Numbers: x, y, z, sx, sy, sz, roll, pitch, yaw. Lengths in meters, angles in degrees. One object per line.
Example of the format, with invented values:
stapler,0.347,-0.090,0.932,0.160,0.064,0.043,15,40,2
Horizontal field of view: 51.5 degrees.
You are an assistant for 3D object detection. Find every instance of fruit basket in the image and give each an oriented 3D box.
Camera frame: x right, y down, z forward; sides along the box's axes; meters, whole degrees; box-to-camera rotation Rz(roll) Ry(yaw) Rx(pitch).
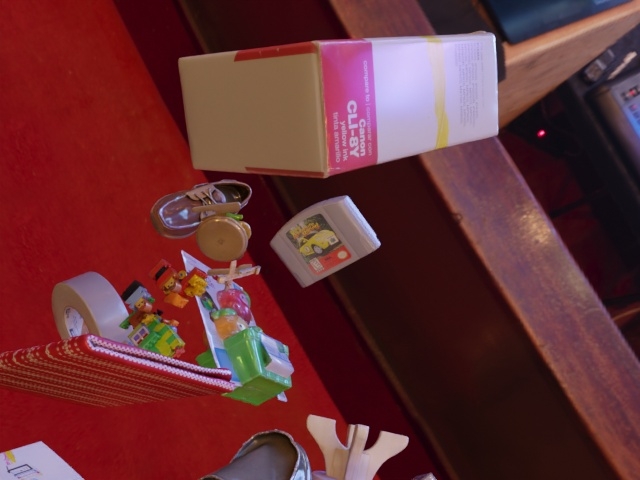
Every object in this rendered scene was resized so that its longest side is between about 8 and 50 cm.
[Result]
fruit basket,-0.198,0.212,1.621,0.166,0.327,0.352,-25,62,12

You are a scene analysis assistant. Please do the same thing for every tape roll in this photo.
tape roll,-0.488,0.180,1.420,0.072,0.219,0.219,-23,84,-41

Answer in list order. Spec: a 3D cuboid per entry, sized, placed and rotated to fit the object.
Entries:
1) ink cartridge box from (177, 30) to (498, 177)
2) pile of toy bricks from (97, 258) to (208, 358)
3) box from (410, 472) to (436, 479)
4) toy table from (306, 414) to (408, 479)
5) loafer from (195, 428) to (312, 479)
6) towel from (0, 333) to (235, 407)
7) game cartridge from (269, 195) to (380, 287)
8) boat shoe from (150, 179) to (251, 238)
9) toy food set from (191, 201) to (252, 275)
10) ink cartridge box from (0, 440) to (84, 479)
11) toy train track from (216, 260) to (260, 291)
ink cartridge box,0.040,-0.202,0.955,0.385,0.279,0.160,-19,109,-42
pile of toy bricks,-0.237,0.136,0.957,0.212,0.118,0.105,-48,64,0
box,0.125,0.494,1.206,0.186,0.145,0.038,-30,72,-14
toy table,0.078,0.528,1.608,0.252,0.274,0.160,16,74,-11
loafer,-0.074,0.252,0.626,0.095,0.251,0.087,-8,107,16
towel,-0.256,0.148,0.736,0.199,0.275,0.031,29,56,-45
game cartridge,0.000,0.000,1.875,0.196,0.294,0.060,55,33,-7
boat shoe,-0.299,-0.096,1.702,0.324,0.116,0.123,-31,92,-55
toy food set,-0.228,-0.007,1.569,0.133,0.038,0.191,-4,118,5
ink cartridge box,-0.678,0.577,1.444,0.168,0.233,0.171,30,102,25
toy train track,-0.110,0.049,0.925,0.014,0.083,0.048,28,114,28
